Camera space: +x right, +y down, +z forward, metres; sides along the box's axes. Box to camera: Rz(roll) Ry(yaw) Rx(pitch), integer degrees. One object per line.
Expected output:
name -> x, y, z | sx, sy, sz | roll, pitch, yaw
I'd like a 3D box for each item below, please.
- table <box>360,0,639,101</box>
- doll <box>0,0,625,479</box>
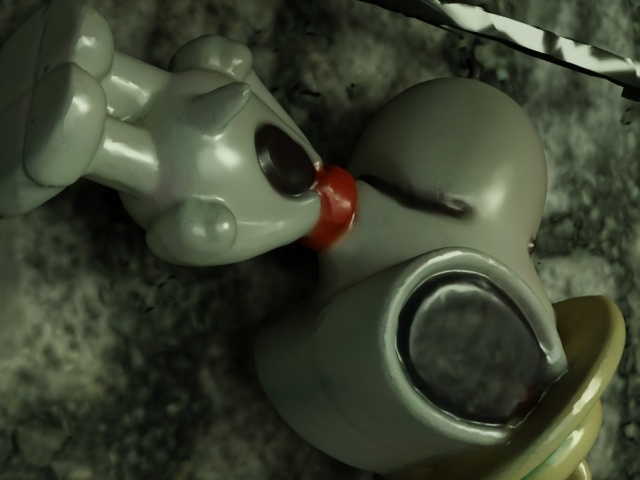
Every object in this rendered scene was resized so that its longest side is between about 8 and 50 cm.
table -> 0.155, -0.246, 0.746 | 0.222, 0.272, 0.335 | 15, 84, -25
doll -> -0.007, 0.016, 0.760 | 0.271, 0.144, 0.208 | 4, 69, -36
